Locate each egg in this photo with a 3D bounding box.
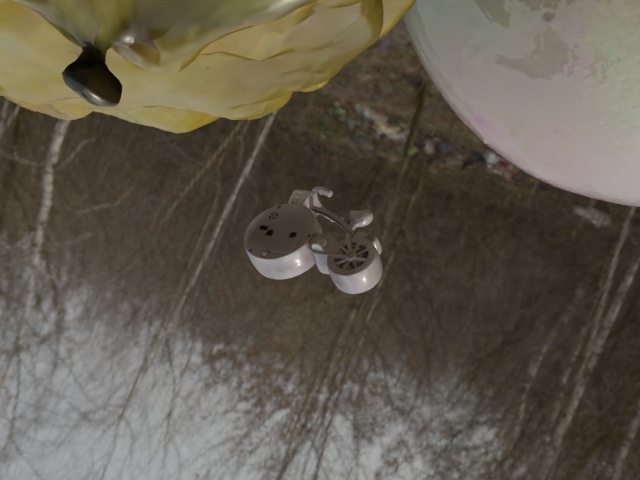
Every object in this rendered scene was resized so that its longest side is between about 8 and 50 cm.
[{"bbox_3d":[0.301,-0.186,0.809,0.340,0.354,0.354,59,-176,1],"label":"egg"}]

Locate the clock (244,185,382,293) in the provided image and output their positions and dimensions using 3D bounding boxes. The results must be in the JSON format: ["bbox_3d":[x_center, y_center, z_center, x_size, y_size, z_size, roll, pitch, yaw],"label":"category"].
[{"bbox_3d":[0.000,0.000,0.687,0.129,0.087,0.041,17,146,35],"label":"clock"}]

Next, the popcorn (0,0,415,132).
[{"bbox_3d":[-0.096,-0.226,0.399,0.348,0.382,0.349,0,170,0],"label":"popcorn"}]
